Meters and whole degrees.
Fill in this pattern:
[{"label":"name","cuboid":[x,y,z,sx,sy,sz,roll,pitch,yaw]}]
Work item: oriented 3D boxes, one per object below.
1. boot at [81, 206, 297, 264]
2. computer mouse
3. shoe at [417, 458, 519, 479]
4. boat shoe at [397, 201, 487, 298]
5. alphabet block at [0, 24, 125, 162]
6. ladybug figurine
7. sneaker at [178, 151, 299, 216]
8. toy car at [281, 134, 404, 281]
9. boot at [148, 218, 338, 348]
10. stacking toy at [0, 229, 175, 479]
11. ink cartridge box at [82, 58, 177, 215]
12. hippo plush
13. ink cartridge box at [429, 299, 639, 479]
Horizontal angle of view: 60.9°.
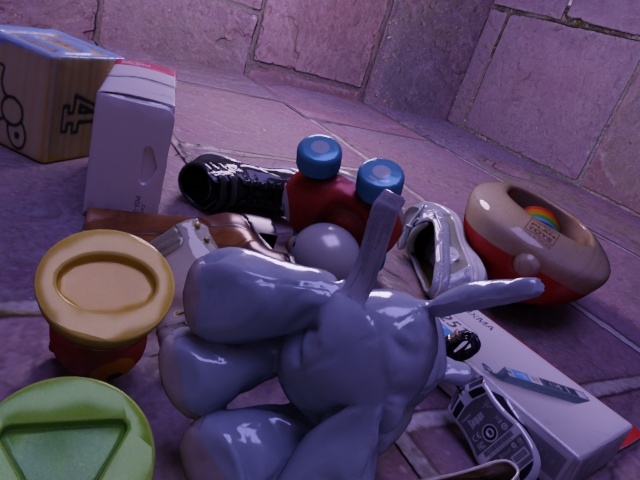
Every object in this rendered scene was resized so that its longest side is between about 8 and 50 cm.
[{"label":"boot","cuboid":[-0.183,0.026,0.735,0.280,0.096,0.264,4,34,-22]},{"label":"computer mouse","cuboid":[0.187,0.201,0.640,0.042,0.106,0.193,24,26,-42]},{"label":"shoe","cuboid":[0.102,0.243,0.494,0.219,0.058,0.076,3,27,-34]},{"label":"boat shoe","cuboid":[0.210,0.013,1.038,0.103,0.118,0.320,14,30,-16]},{"label":"alphabet block","cuboid":[-0.518,-0.283,1.043,0.192,0.197,0.193,26,24,15]},{"label":"ladybug figurine","cuboid":[0.416,0.012,1.103,0.305,0.162,0.449,37,24,16]},{"label":"sneaker","cuboid":[-0.133,-0.088,1.028,0.295,0.105,0.147,16,24,10]},{"label":"toy car","cuboid":[0.000,0.000,0.863,0.210,0.219,0.238,25,52,15]},{"label":"boot","cuboid":[-0.101,0.041,0.638,0.213,0.077,0.165,-22,60,-16]},{"label":"stacking toy","cuboid":[-0.283,0.134,0.456,0.308,0.130,0.280,3,53,-27]},{"label":"ink cartridge box","cuboid":[-0.322,-0.182,0.947,0.117,0.207,0.283,10,24,-18]},{"label":"hippo plush","cuboid":[0.014,0.096,0.504,0.234,0.294,0.236,34,8,18]},{"label":"ink cartridge box","cuboid":[0.284,0.182,0.766,0.261,0.066,0.296,-3,31,-40]}]
